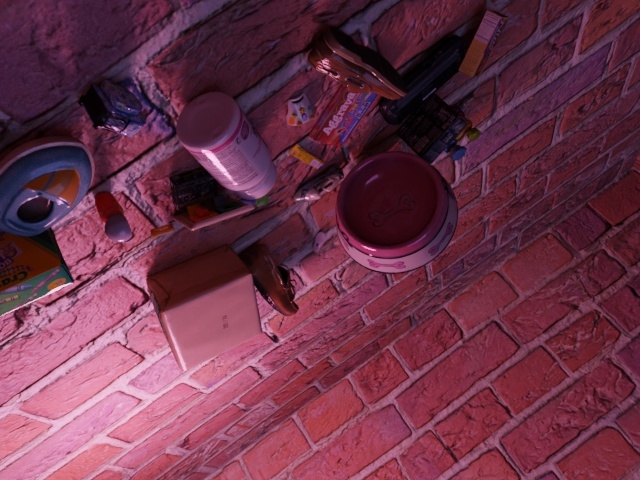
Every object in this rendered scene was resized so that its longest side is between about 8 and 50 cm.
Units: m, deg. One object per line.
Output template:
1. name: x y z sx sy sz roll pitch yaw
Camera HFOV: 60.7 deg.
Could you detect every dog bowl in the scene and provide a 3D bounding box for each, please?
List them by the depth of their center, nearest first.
1. dog bowl: 0.230 -0.106 1.756 0.408 0.408 0.150 -38 156 1

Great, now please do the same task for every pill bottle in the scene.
1. pill bottle: -0.222 -0.225 1.370 0.160 0.160 0.283 -37 151 0

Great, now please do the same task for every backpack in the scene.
1. backpack: -0.424 -0.273 1.144 0.084 0.105 0.114 -44 155 13

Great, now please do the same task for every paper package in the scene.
1. paper package: -0.368 0.221 1.778 0.310 0.168 0.324 -24 138 -22

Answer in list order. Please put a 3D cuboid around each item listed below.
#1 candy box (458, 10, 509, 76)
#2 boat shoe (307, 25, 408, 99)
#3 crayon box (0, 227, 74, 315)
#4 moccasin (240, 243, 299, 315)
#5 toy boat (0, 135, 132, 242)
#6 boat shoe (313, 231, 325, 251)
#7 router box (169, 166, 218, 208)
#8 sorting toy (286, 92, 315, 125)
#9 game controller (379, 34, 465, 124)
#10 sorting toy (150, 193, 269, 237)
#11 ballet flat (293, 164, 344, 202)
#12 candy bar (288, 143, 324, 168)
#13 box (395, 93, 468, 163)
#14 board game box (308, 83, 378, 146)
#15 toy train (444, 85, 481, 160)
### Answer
1. candy box: 0.499 -0.601 1.671 0.109 0.053 0.186 -31 150 -54
2. boat shoe: 0.101 -0.447 1.445 0.307 0.110 0.104 23 133 -36
3. crayon box: -0.732 0.079 1.244 0.279 0.165 0.081 -27 149 -18
4. moccasin: -0.160 0.146 1.971 0.147 0.139 0.380 -43 134 -12
5. toy boat: -0.558 -0.089 1.213 0.267 0.148 0.318 -44 149 12
6. boat shoe: 0.000 0.000 2.054 0.035 0.035 0.100 -47 160 -47
7. router box: -0.341 -0.145 1.477 0.123 0.038 0.092 -22 146 -25
8. sorting toy: -0.056 -0.360 1.489 0.083 0.045 0.075 -31 130 -12
9. game controller: 0.319 -0.490 1.694 0.319 0.067 0.166 -40 165 6
10. sorting toy: -0.301 -0.086 1.501 0.348 0.196 0.047 -22 109 -25
11. ballet flat: -0.002 -0.172 1.774 0.188 0.070 0.070 -38 150 2
12. candy bar: -0.039 -0.253 1.668 0.040 0.018 0.161 -43 150 17
13. box: 0.366 -0.372 1.804 0.180 0.147 0.078 -50 148 19
14. board game box: 0.092 -0.401 1.594 0.145 0.027 0.281 4 131 -48
15. toy train: 0.507 -0.407 1.909 0.248 0.143 0.105 -47 149 16
